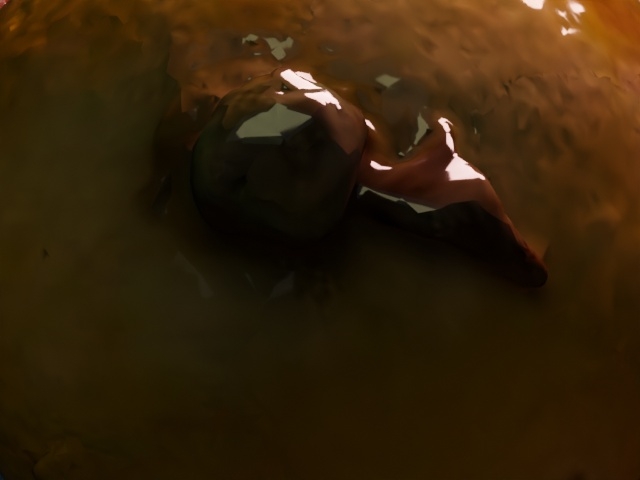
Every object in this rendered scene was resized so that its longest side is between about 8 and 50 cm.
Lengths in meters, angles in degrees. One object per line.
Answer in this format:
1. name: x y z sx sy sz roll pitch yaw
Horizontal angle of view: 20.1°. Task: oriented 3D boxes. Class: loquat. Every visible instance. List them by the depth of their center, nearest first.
1. loquat: 0.000 0.000 0.718 0.328 0.359 0.328 -1 83 5

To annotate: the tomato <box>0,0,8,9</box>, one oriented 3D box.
1. tomato: -0.251 -0.059 0.947 0.225 0.085 0.225 -3 62 6
